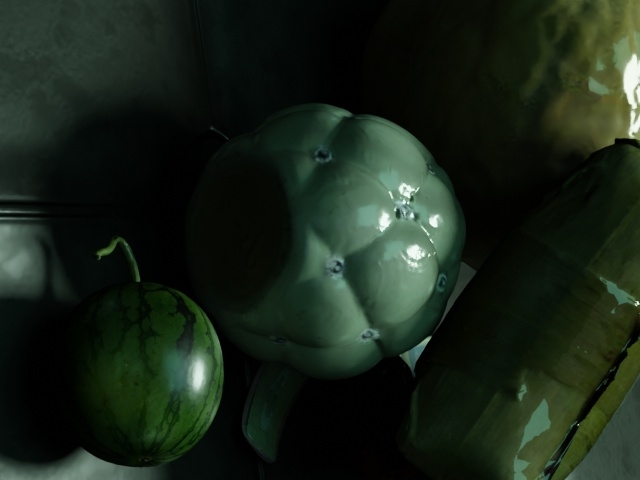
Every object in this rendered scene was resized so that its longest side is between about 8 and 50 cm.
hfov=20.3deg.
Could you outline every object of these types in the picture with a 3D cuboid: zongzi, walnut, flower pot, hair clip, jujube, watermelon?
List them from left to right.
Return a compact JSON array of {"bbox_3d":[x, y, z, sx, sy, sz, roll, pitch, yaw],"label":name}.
[{"bbox_3d":[-0.146,0.087,1.432,0.141,0.141,0.187,21,59,-47],"label":"watermelon"},{"bbox_3d":[-0.040,0.143,1.647,0.054,0.022,0.137,50,45,-29],"label":"hair clip"},{"bbox_3d":[0.000,0.000,1.567,0.195,0.246,0.246,5,76,-42],"label":"flower pot"},{"bbox_3d":[0.061,0.168,1.723,0.077,0.077,0.129,-8,87,-53],"label":"jujube"},{"bbox_3d":[0.215,-0.144,1.794,0.381,0.381,0.381,19,65,-48],"label":"walnut"},{"bbox_3d":[0.228,0.090,1.686,0.356,0.174,0.393,-54,166,-2],"label":"zongzi"}]

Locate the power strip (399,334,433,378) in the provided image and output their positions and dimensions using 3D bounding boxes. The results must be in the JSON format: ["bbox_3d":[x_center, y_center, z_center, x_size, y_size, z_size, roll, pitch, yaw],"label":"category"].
[{"bbox_3d":[0.174,0.142,1.904,0.367,0.043,0.106,-8,86,-53],"label":"power strip"}]

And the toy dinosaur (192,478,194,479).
[{"bbox_3d":[-0.100,0.263,1.528,0.041,0.026,0.113,13,78,-31],"label":"toy dinosaur"}]
